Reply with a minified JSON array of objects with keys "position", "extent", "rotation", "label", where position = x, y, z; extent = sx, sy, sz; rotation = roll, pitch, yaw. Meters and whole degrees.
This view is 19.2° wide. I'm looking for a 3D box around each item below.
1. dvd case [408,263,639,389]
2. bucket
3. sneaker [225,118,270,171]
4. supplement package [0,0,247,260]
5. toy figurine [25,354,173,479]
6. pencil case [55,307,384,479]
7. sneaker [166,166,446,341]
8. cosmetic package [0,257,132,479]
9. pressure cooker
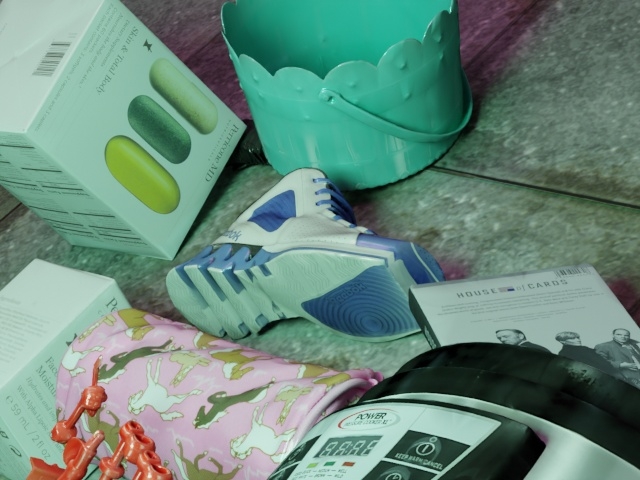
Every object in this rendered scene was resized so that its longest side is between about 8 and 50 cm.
[{"position":[0.191,0.093,1.634],"extent":[0.179,0.030,0.239],"rotation":[-6,27,-10],"label":"dvd case"},{"position":[0.035,-0.199,2.124],"extent":[0.281,0.183,0.281],"rotation":[-8,39,7],"label":"bucket"},{"position":[-0.085,-0.108,2.268],"extent":[0.089,0.051,0.170],"rotation":[-26,26,3],"label":"sneaker"},{"position":[-0.268,-0.136,2.200],"extent":[0.198,0.262,0.199],"rotation":[8,63,45],"label":"supplement package"},{"position":[-0.094,0.277,1.542],"extent":[0.191,0.217,0.362],"rotation":[-61,30,16],"label":"toy figurine"},{"position":[-0.091,0.167,1.750],"extent":[0.167,0.160,0.386],"rotation":[-8,12,-41],"label":"pencil case"},{"position":[-0.001,0.000,1.956],"extent":[0.315,0.127,0.182],"rotation":[-2,41,40],"label":"sneaker"},{"position":[-0.279,0.140,1.946],"extent":[0.151,0.151,0.184],"rotation":[13,51,48],"label":"cosmetic package"},{"position":[0.114,0.274,1.222],"extent":[0.370,0.375,0.420],"rotation":[31,56,14],"label":"pressure cooker"}]
